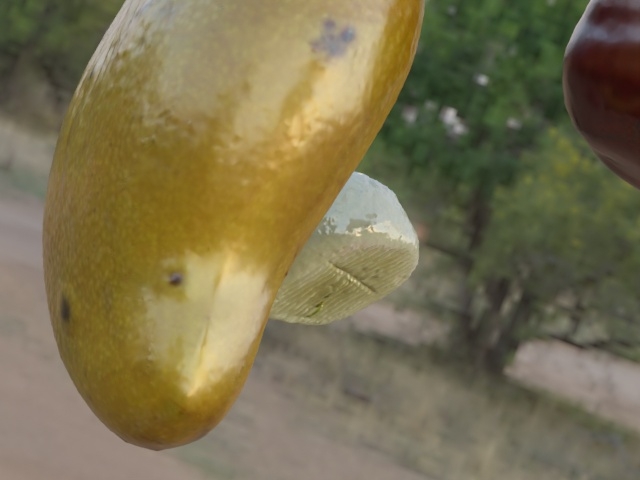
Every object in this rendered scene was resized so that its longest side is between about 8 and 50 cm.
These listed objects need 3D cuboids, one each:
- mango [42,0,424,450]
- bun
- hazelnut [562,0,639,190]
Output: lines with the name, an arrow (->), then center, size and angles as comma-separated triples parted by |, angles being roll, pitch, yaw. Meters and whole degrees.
mango -> -0.044, -0.045, 0.774 | 0.109, 0.262, 0.157 | 35, -26, -27
bun -> 0.000, 0.000, 1.114 | 0.115, 0.115, 0.069 | 21, 42, -56
hazelnut -> 0.216, -0.077, 0.866 | 0.181, 0.181, 0.212 | 38, 34, 8
